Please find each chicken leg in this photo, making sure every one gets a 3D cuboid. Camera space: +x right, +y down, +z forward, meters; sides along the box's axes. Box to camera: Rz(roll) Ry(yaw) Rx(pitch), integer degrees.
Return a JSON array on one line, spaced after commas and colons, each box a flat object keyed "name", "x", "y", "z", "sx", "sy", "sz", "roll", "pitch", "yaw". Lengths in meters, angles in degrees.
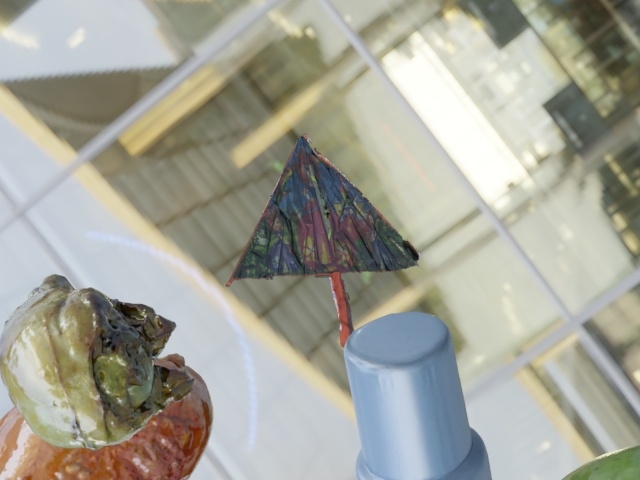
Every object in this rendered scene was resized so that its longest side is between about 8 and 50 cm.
[{"name": "chicken leg", "x": -0.113, "y": 0.051, "z": 0.741, "sx": 0.093, "sy": 0.070, "sz": 0.178, "roll": 13, "pitch": -175, "yaw": -19}]

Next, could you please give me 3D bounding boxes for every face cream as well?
[{"name": "face cream", "x": 0.083, "y": 0.227, "z": 1.040, "sx": 0.086, "sy": 0.135, "sz": 0.385, "roll": 18, "pitch": 130, "yaw": 44}]

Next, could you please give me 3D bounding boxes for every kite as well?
[{"name": "kite", "x": 0.000, "y": 0.000, "z": 1.257, "sx": 0.232, "sy": 0.009, "sz": 0.189, "roll": 0, "pitch": -110, "yaw": -44}]

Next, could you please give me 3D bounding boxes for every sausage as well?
[{"name": "sausage", "x": -0.137, "y": 0.122, "z": 0.824, "sx": 0.089, "sy": 0.179, "sz": 0.089, "roll": 52, "pitch": 156, "yaw": 34}]

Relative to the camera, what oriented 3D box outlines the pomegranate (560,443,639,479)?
[{"name": "pomegranate", "x": 0.192, "y": 0.229, "z": 0.882, "sx": 0.187, "sy": 0.187, "sz": 0.225, "roll": 49, "pitch": -134, "yaw": -15}]
